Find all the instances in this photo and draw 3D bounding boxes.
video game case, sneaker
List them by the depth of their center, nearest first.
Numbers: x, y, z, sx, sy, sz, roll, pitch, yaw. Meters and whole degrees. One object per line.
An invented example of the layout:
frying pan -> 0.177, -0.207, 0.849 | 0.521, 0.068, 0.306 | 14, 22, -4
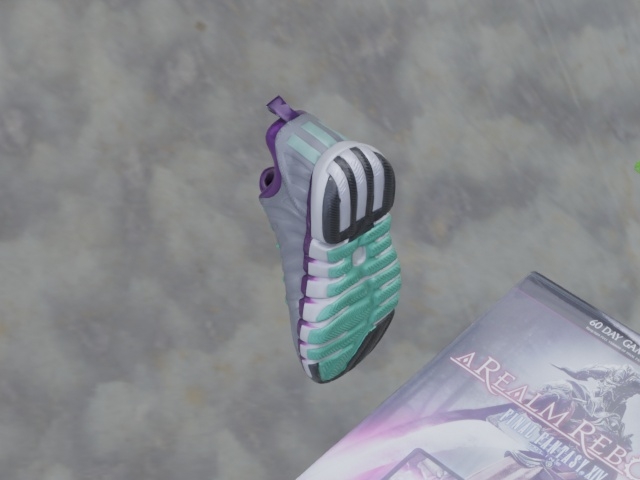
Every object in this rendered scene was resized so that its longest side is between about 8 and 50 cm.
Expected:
video game case -> 0.107, 0.145, 0.923 | 0.196, 0.026, 0.274 | 33, 58, 31
sneaker -> 0.000, 0.000, 1.165 | 0.083, 0.224, 0.098 | -27, 53, -28

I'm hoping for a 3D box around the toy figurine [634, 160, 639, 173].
toy figurine -> 0.285, 0.027, 1.150 | 0.130, 0.173, 0.159 | -7, 82, 45
